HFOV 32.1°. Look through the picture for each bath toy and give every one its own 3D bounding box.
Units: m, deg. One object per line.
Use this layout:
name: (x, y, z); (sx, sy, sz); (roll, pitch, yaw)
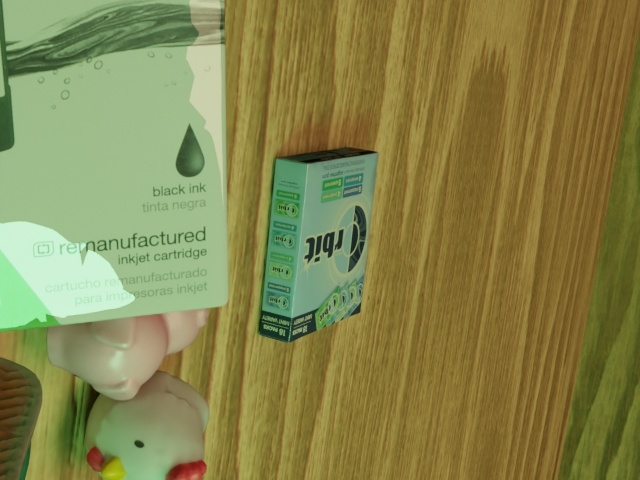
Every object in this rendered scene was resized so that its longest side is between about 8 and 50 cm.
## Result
bath toy: (-0.142, 0.049, 0.834); (0.151, 0.129, 0.348); (-12, 116, -23)

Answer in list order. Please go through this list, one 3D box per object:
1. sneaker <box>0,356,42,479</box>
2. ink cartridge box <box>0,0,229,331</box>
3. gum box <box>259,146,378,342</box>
sneaker: (-0.231, 0.191, 0.653); (0.302, 0.108, 0.121); (-86, -171, -67)
ink cartridge box: (-0.166, -0.104, 0.622); (0.211, 0.121, 0.289); (-6, 112, -17)
gum box: (0.000, 0.000, 1.170); (0.157, 0.041, 0.184); (-17, 115, -59)
